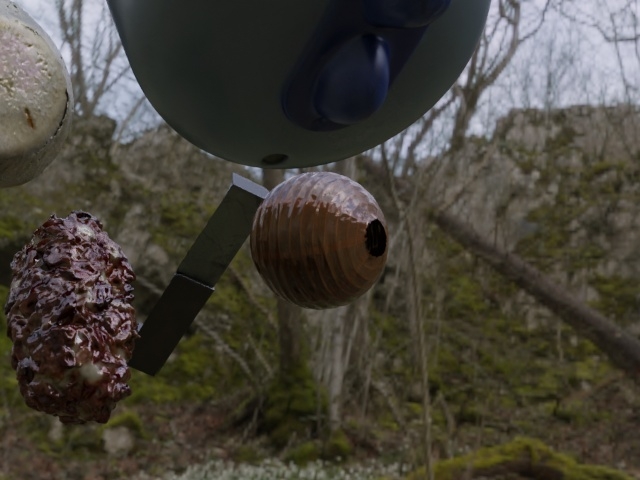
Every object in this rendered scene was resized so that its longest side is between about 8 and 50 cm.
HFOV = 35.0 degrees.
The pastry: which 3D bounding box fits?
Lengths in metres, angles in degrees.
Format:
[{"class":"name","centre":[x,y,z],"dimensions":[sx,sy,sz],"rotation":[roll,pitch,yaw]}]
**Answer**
[{"class":"pastry","centre":[-0.233,0.071,0.942],"dimensions":[0.115,0.208,0.097],"rotation":[-30,-44,22]}]

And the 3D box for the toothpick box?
[{"class":"toothpick box","centre":[-0.027,-0.210,0.645],"dimensions":[0.263,0.354,0.263],"rotation":[-15,-36,-11]}]

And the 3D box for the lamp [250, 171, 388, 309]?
[{"class":"lamp","centre":[0.000,0.000,0.969],"dimensions":[0.136,0.136,0.136],"rotation":[7,-38,6]}]

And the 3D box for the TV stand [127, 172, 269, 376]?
[{"class":"TV stand","centre":[-0.141,0.040,1.109],"dimensions":[0.049,0.040,0.256],"rotation":[26,-65,-22]}]

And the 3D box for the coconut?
[{"class":"coconut","centre":[-0.385,-0.154,1.068],"dimensions":[0.224,0.224,0.234],"rotation":[41,-25,-32]}]
